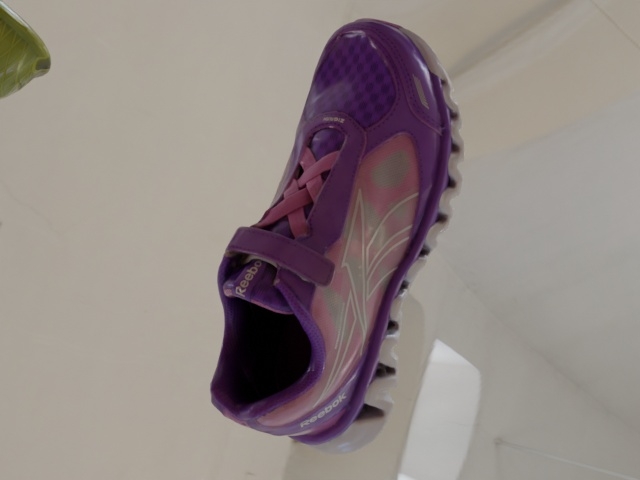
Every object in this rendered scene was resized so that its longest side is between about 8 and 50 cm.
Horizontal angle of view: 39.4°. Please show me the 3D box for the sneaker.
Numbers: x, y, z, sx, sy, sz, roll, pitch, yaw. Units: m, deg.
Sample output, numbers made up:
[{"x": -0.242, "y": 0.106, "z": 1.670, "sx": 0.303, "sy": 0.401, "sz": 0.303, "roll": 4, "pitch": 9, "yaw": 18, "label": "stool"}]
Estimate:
[{"x": 0.000, "y": 0.000, "z": 0.461, "sx": 0.095, "sy": 0.104, "sz": 0.237, "roll": 16, "pitch": -84, "yaw": 40, "label": "sneaker"}]

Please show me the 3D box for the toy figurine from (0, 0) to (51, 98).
[{"x": -0.334, "y": -0.114, "z": 0.488, "sx": 0.191, "sy": 0.362, "sz": 0.217, "roll": -9, "pitch": -121, "yaw": 23, "label": "toy figurine"}]
